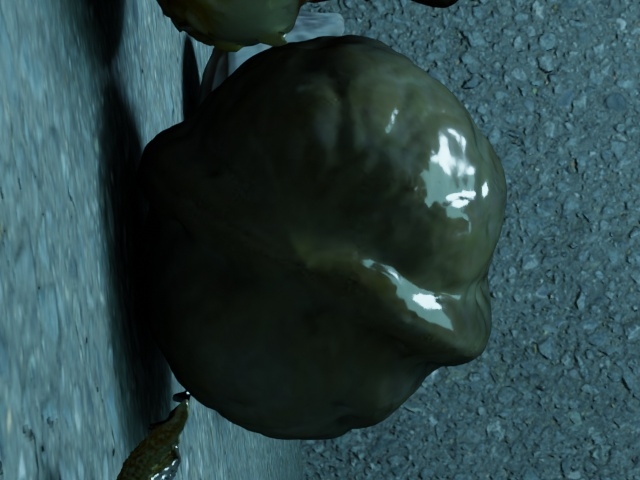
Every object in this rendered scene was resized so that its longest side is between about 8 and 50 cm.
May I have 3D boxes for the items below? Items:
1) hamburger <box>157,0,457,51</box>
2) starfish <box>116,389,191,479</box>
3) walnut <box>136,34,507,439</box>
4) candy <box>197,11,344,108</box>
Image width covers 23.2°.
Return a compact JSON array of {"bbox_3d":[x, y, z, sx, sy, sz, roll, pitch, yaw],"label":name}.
[{"bbox_3d":[0.005,-0.262,0.763,0.330,0.250,0.330,167,-90,-84],"label":"hamburger"},{"bbox_3d":[-0.066,0.107,0.564,0.133,0.041,0.130,-107,-162,-60],"label":"starfish"},{"bbox_3d":[0.000,0.000,0.810,0.224,0.224,0.224,-5,90,-89],"label":"walnut"},{"bbox_3d":[-0.016,-0.043,1.204,0.214,0.157,0.290,92,-6,-59],"label":"candy"}]
